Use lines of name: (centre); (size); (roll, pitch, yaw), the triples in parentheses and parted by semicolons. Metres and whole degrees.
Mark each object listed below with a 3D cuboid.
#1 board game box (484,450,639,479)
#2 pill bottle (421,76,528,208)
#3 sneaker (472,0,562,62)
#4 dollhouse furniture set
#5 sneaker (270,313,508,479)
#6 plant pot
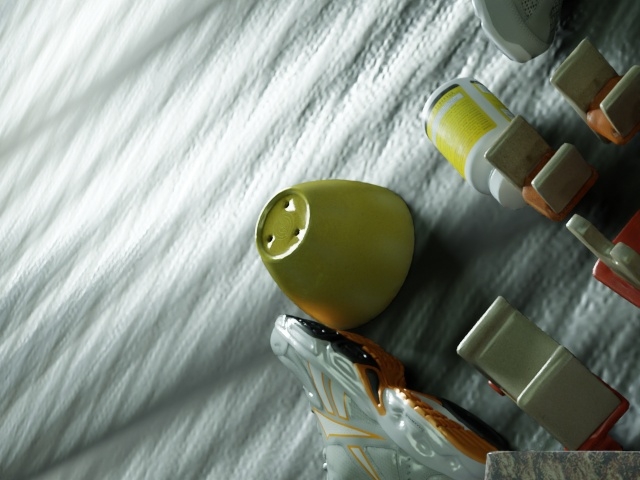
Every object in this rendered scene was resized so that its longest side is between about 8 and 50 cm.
board game box: (0.214, 0.250, 0.701); (0.141, 0.291, 0.232); (-8, 66, 44)
pill bottle: (0.135, -0.077, 1.103); (0.065, 0.065, 0.116); (-52, 43, 16)
sneaker: (0.196, -0.281, 1.107); (0.115, 0.105, 0.281); (5, 79, 40)
dollhouse furniture set: (0.226, 0.024, 0.946); (0.259, 0.135, 0.262); (-50, 43, 1)
sneaker: (0.026, 0.152, 1.092); (0.262, 0.099, 0.121); (36, 103, 49)
plant pot: (0.000, 0.000, 1.185); (0.134, 0.095, 0.134); (-22, 57, 38)
